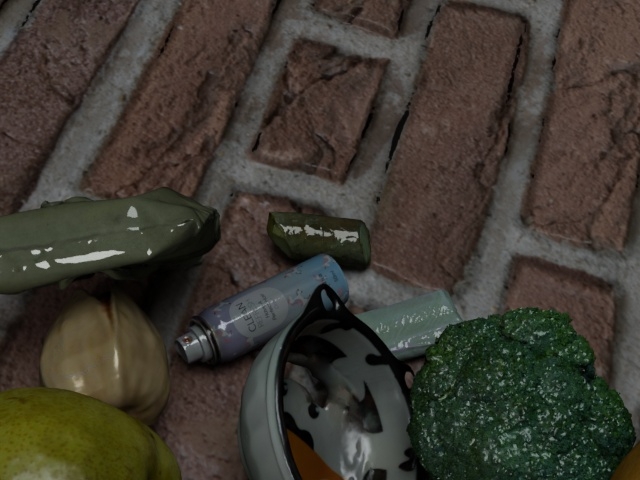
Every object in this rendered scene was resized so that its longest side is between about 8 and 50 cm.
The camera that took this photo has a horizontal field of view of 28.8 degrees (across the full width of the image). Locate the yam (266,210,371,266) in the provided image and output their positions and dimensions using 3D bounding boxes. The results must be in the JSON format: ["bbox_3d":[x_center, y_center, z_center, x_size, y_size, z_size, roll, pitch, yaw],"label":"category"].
[{"bbox_3d":[0.000,0.000,1.656,0.147,0.069,0.069,5,52,-6],"label":"yam"}]

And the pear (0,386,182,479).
[{"bbox_3d":[-0.289,0.293,1.246,0.304,0.304,0.304,4,52,-5],"label":"pear"}]

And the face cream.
[{"bbox_3d":[-0.076,0.093,1.566,0.229,0.075,0.075,-26,60,-25],"label":"face cream"}]

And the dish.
[{"bbox_3d":[-0.004,0.219,1.411,0.303,0.120,0.303,33,47,-42],"label":"dish"}]

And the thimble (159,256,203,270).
[{"bbox_3d":[-0.202,-0.006,1.632,0.110,0.062,0.084,21,53,8],"label":"thimble"}]

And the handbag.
[{"bbox_3d":[-0.268,0.001,1.466,0.316,0.253,0.109,-12,87,7],"label":"handbag"}]

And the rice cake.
[{"bbox_3d":[0.077,0.124,1.586,0.222,0.042,0.080,-13,60,-19],"label":"rice cake"}]

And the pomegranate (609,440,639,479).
[{"bbox_3d":[0.486,0.332,1.265,0.417,0.416,0.416,4,52,-5],"label":"pomegranate"}]

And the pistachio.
[{"bbox_3d":[-0.254,0.135,1.456,0.157,0.157,0.229,-6,30,-13],"label":"pistachio"}]

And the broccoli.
[{"bbox_3d":[0.234,0.201,1.432,0.270,0.270,0.270,27,18,12],"label":"broccoli"}]
